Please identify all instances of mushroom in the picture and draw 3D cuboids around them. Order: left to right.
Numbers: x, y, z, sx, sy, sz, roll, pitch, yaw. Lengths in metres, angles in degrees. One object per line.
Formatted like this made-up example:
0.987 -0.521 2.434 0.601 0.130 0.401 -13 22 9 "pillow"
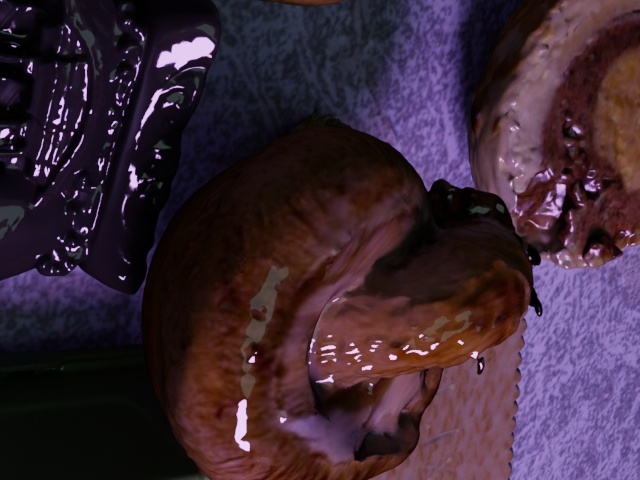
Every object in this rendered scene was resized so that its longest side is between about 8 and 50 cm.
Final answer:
0.009 0.047 0.806 0.283 0.195 0.263 -13 113 -26 "mushroom"

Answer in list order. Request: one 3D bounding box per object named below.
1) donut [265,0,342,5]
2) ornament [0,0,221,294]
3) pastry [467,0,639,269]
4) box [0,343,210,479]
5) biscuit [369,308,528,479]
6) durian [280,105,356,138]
-0.023 -0.265 0.772 0.227 0.114 0.226 -20 125 -31 "donut"
-0.209 -0.066 0.715 0.260 0.106 0.251 0 123 -38 "ornament"
0.225 -0.112 1.041 0.256 0.170 0.236 -18 103 -22 "pastry"
-0.216 0.220 0.826 0.329 0.178 0.252 -5 113 -39 "box"
0.109 0.158 1.163 0.217 0.044 0.324 -20 124 -31 "biscuit"
0.003 0.001 0.938 0.119 0.108 0.186 -16 124 -40 "durian"
